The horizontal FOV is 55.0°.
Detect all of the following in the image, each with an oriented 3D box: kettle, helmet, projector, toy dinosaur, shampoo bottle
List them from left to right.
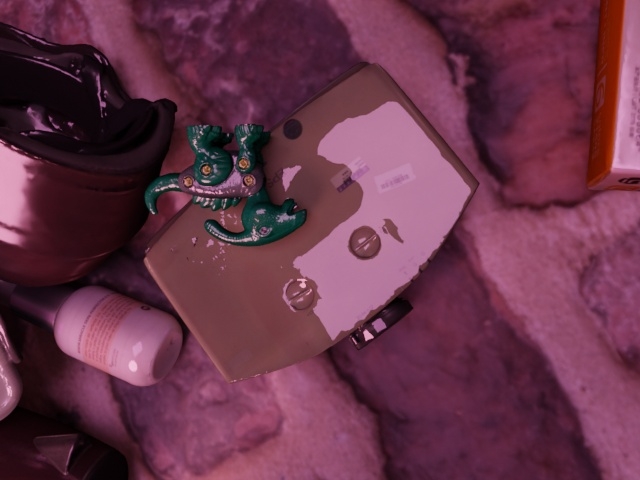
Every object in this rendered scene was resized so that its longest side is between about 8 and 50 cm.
[{"bbox_3d":[-0.303,0.247,0.574,0.232,0.144,0.202,10,107,11],"label":"kettle"},{"bbox_3d":[-0.280,-0.078,0.556,0.305,0.225,0.177,32,123,23],"label":"helmet"},{"bbox_3d":[-0.230,0.077,0.595,0.192,0.074,0.074,18,91,14],"label":"shampoo bottle"},{"bbox_3d":[-0.078,-0.042,0.492,0.132,0.059,0.096,-3,90,7],"label":"toy dinosaur"},{"bbox_3d":[0.000,0.000,0.540,0.269,0.088,0.194,-39,80,8],"label":"projector"}]

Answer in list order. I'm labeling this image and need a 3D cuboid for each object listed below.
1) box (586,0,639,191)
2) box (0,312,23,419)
[{"bbox_3d":[0.334,-0.169,0.472,0.220,0.091,0.274,7,88,12],"label":"box"},{"bbox_3d":[-0.387,0.102,0.488,0.135,0.243,0.163,29,137,42],"label":"box"}]
